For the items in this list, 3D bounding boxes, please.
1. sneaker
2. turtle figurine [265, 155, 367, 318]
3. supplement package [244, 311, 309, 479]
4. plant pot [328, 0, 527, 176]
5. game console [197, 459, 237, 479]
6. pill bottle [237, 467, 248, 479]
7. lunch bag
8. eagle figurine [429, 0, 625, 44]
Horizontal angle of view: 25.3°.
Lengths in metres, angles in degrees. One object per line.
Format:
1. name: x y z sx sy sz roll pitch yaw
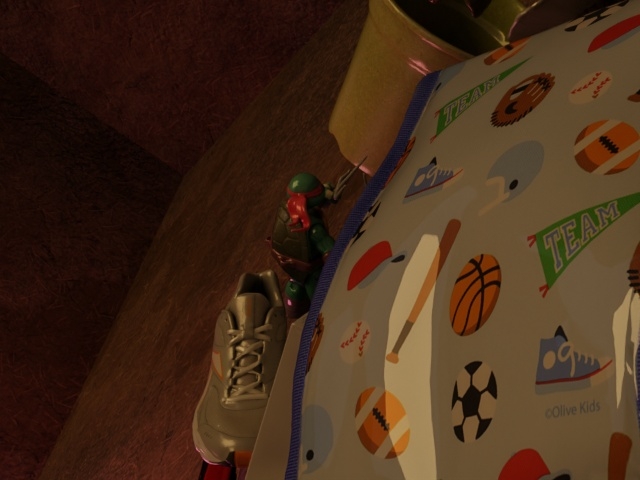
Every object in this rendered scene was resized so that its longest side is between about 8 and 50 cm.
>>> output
1. sneaker: -0.079 0.124 1.462 0.262 0.099 0.121 -93 6 -60
2. turtle figurine: 0.000 0.000 1.540 0.175 0.118 0.234 -110 18 -52
3. supplement package: 0.057 0.153 1.342 0.203 0.149 0.194 -32 -35 -55
4. plant pot: 0.141 -0.220 1.971 0.254 0.276 0.276 -59 10 33
5. game console: -0.122 0.299 1.723 0.386 0.060 0.342 -91 18 -81
6. pill bottle: 0.001 0.228 1.555 0.169 0.169 0.301 -48 16 27
7. lunch bag: 0.168 0.044 0.910 0.328 0.239 0.385 -20 31 47
8. eagle figurine: 0.288 -0.204 1.310 0.225 0.298 0.226 -55 13 -8
